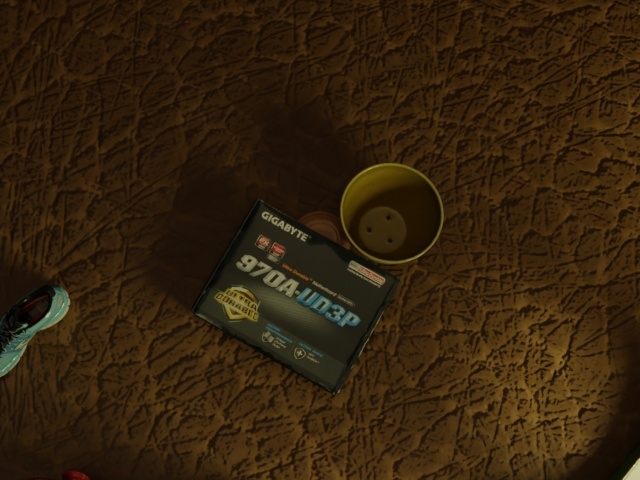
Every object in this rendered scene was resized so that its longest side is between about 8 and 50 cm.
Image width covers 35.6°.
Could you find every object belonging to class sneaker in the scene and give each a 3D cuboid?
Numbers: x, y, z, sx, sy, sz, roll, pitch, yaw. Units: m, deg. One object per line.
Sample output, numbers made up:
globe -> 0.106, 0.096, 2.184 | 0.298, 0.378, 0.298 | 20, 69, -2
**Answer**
sneaker -> -0.394, 0.111, 1.266 | 0.063, 0.073, 0.162 | 41, 76, 6

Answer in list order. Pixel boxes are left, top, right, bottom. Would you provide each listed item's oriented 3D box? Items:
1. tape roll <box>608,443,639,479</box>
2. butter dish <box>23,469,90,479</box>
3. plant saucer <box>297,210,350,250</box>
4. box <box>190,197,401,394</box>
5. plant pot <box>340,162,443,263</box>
tape roll -> 0.429, 0.289, 1.158 | 0.077, 0.321, 0.321 | 42, 77, 5
butter dish -> -0.310, 0.332, 1.195 | 0.160, 0.160, 0.118 | 13, 53, -2
plant saucer -> 0.000, 0.000, 1.356 | 0.084, 0.013, 0.083 | 1, 76, -5
box -> -0.032, 0.074, 1.308 | 0.220, 0.051, 0.175 | 30, 82, 3
plant pot -> 0.089, -0.026, 1.327 | 0.134, 0.095, 0.134 | 1, 76, -4
